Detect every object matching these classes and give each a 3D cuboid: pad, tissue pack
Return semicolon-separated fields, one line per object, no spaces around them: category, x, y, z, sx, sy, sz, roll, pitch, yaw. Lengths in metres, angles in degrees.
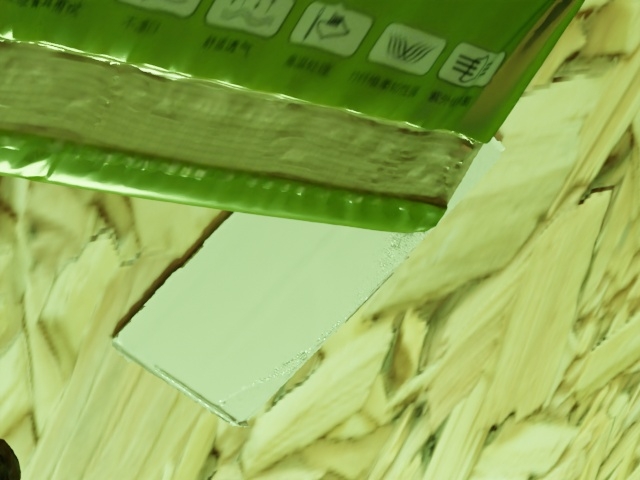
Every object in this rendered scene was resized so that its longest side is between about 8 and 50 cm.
pad;0.000;0.000;0.996;0.232;0.004;0.156;-46;145;1
tissue pack;-0.066;-0.124;0.628;0.275;0.200;0.167;6;122;-49

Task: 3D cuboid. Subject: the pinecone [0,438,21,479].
pinecone;-0.217;0.172;0.778;0.201;0.229;0.202;-19;132;22
